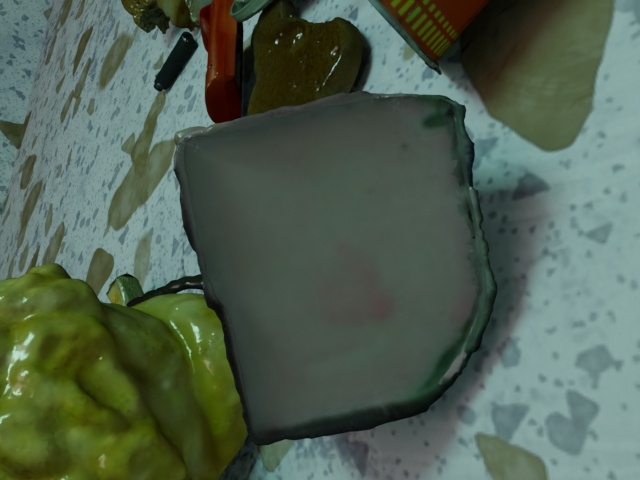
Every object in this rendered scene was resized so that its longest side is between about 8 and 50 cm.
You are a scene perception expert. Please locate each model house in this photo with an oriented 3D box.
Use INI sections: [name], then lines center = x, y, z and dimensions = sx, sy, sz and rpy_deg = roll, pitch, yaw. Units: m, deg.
[model house]
center = 0.000, 0.000, 0.490
dimensions = 0.237, 0.202, 0.237
rpy_deg = -134, 29, -73

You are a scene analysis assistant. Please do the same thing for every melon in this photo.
[melon]
center = -0.304, 0.136, 0.888
dimensions = 0.160, 0.079, 0.128
rpy_deg = -48, 63, 26

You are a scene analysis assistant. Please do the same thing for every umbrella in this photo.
[umbrella]
center = -0.275, -0.333, 1.073
dimensions = 0.133, 0.031, 0.036
rpy_deg = -44, 44, 33

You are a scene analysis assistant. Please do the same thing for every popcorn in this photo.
[popcorn]
center = -0.237, 0.166, 0.618
dimensions = 0.381, 0.349, 0.348
rpy_deg = -43, 27, -28

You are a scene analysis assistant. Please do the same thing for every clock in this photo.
[clock]
center = -0.139, -0.251, 0.810
dimensions = 0.113, 0.061, 0.155
rpy_deg = 98, 169, -64

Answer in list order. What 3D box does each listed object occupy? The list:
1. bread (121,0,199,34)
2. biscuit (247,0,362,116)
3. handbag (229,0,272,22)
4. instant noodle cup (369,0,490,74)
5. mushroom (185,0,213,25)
[bread]
center = -0.240, -0.510, 0.999
dimensions = 0.185, 0.109, 0.380
rpy_deg = 51, 137, 8
[biscuit]
center = -0.030, -0.207, 0.707
dimensions = 0.183, 0.047, 0.320
rpy_deg = -48, 43, 22
[handbag]
center = -0.026, -0.383, 0.708
dimensions = 0.256, 0.079, 0.219
rpy_deg = -21, 44, 44
[instant noodle cup]
center = 0.117, -0.280, 0.464
dimensions = 0.212, 0.193, 0.193
rpy_deg = -41, 46, 22
[mushroom]
center = -0.132, -0.450, 0.895
dimensions = 0.278, 0.099, 0.096
rpy_deg = -43, 27, 36
